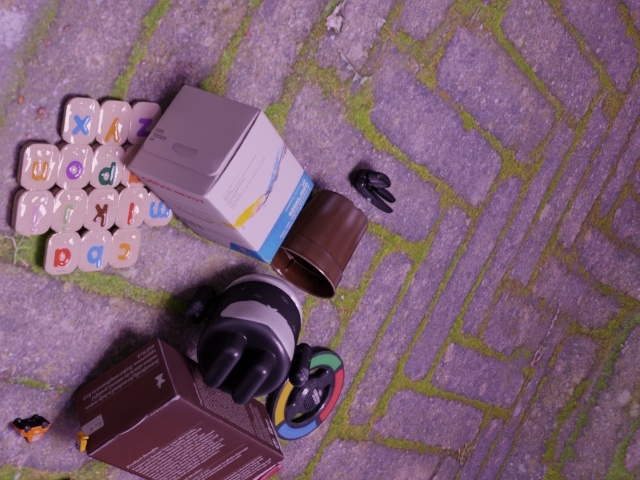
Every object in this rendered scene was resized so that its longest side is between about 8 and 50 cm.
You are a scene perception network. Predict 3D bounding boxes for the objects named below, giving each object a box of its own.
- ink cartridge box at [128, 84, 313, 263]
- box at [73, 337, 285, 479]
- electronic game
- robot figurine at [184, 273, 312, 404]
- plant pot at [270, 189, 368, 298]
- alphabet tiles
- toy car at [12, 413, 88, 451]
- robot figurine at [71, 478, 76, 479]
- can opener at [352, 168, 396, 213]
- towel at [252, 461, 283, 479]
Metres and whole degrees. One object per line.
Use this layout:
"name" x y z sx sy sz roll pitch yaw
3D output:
"ink cartridge box" -0.153 -0.105 1.387 0.168 0.171 0.233 -60 149 -15
"box" -0.247 0.342 1.560 0.191 0.143 0.381 -33 143 7
"electronic game" -0.028 0.351 1.938 0.229 0.048 0.229 -27 130 -37
"robot figurine" -0.127 0.176 1.557 0.278 0.173 0.209 -74 147 -63
"plant pot" 0.000 0.000 1.679 0.165 0.167 0.167 -56 143 -22
"alphabet tiles" -0.341 -0.085 1.333 0.284 0.021 0.278 -6 114 -47
"toy car" -0.444 0.324 1.392 0.060 0.122 0.041 -17 122 -64
"robot figurine" -0.461 0.478 1.500 0.115 0.067 0.101 -46 112 -19
"can opener" 0.121 -0.100 1.830 0.059 0.073 0.186 -64 152 -11
"towel" -0.190 0.557 1.784 0.199 0.031 0.275 -31 166 -34
